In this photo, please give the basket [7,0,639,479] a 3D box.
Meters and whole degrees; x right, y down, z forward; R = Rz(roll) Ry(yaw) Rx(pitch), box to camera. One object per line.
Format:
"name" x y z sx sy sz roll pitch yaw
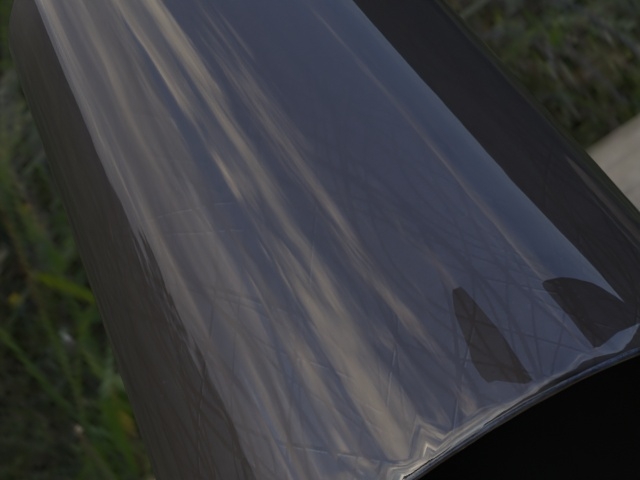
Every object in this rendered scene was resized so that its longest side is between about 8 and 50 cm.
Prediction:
"basket" 0.000 0.000 0.613 0.204 0.154 0.227 -49 58 33
